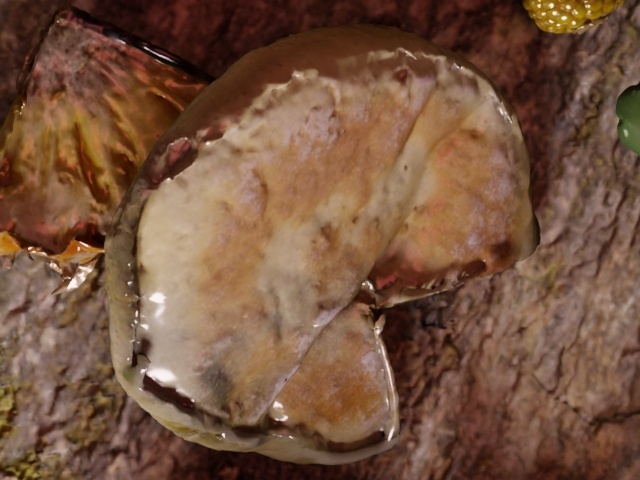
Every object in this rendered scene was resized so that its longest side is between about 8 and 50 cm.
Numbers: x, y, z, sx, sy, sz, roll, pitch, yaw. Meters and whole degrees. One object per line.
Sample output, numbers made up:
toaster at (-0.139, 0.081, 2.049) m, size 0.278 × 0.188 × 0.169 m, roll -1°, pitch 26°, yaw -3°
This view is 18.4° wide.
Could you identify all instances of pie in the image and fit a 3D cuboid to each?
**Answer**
pie at (0.000, 0.000, 1.322) m, size 0.338 × 0.075 × 0.337 m, roll -12°, pitch 115°, yaw -28°

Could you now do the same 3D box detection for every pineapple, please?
pineapple at (-0.149, -0.069, 1.337) m, size 0.236 × 0.114 × 0.186 m, roll -26°, pitch 96°, yaw -14°

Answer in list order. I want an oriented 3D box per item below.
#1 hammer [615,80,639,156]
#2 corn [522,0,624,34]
hammer at (0.328, 0.016, 1.390) m, size 0.206 × 0.119 × 0.335 m, roll -44°, pitch 90°, yaw -3°
corn at (0.141, -0.251, 1.360) m, size 0.080 × 0.080 × 0.231 m, roll -24°, pitch 97°, yaw -4°
